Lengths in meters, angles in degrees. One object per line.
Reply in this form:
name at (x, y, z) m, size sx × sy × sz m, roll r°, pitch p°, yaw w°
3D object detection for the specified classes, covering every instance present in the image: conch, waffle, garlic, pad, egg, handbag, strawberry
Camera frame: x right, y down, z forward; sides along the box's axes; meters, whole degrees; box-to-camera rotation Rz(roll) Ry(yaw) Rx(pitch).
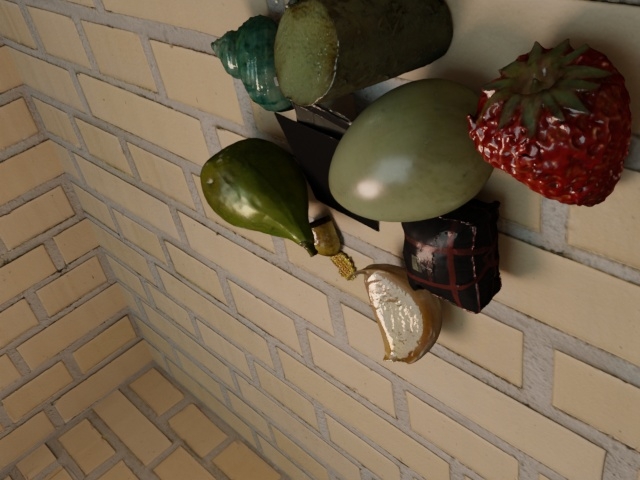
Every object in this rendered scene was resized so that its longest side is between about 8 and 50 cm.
conch at (-0.125, -0.359, 1.302) m, size 0.202 × 0.134 × 0.196 m, roll 44°, pitch 148°, yaw 14°
waffle at (0.059, 0.064, 1.611) m, size 0.078 × 0.016 × 0.085 m, roll 2°, pitch 123°, yaw 55°
garlic at (0.173, 0.148, 1.392) m, size 0.244 × 0.164 × 0.145 m, roll 65°, pitch 166°, yaw -9°
pad at (0.047, -0.199, 1.244) m, size 0.233 × 0.022 × 0.174 m, roll 29°, pitch 167°, yaw 14°
egg at (0.143, -0.135, 1.039) m, size 0.296 × 0.218 × 0.218 m, roll -27°, pitch 100°, yaw 26°
handbag at (0.241, 0.013, 1.158) m, size 0.169 × 0.155 × 0.215 m, roll 15°, pitch 131°, yaw 38°
strawberry at (0.329, -0.133, 0.877) m, size 0.205 × 0.205 × 0.244 m, roll 19°, pitch 156°, yaw 45°
pad at (0.018, -0.143, 1.374) m, size 0.202 × 0.005 × 0.299 m, roll 30°, pitch 160°, yaw 35°

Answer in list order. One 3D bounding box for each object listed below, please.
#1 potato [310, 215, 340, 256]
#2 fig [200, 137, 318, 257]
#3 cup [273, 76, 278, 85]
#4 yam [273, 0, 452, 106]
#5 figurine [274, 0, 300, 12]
potato at (0.000, 0.000, 1.564) m, size 0.103 × 0.066 × 0.096 m, roll 63°, pitch 153°, yaw -3°
fig at (-0.135, -0.086, 1.508) m, size 0.233 × 0.233 × 0.314 m, roll -19°, pitch 101°, yaw 59°
cup at (-0.018, -0.319, 1.201) m, size 0.129 × 0.128 × 0.095 m, roll 5°, pitch 115°, yaw 50°
yam at (0.063, -0.311, 0.979) m, size 0.161 × 0.268 × 0.161 m, roll 35°, pitch 137°, yaw 40°
figurine at (-0.008, -0.400, 1.112) m, size 0.126 × 0.147 × 0.192 m, roll 50°, pitch 175°, yaw -34°
